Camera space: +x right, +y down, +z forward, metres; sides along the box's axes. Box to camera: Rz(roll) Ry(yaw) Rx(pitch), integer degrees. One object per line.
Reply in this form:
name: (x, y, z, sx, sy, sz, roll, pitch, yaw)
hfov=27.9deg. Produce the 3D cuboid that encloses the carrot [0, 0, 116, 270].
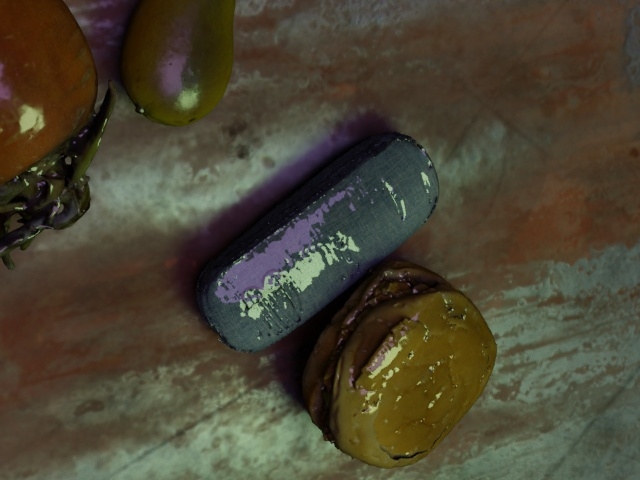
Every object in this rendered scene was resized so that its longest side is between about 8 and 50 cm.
carrot: (-0.285, -0.137, 1.034, 0.193, 0.214, 0.331, -40, 118, -12)

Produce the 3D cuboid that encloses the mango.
mango: (-0.124, -0.184, 1.174, 0.103, 0.076, 0.161, 18, 90, -23)

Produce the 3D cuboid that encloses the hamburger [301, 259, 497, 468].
hamburger: (0.079, 0.131, 1.307, 0.213, 0.108, 0.214, -22, 127, -33)

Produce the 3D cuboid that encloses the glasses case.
glasses case: (0.000, 0.000, 1.280, 0.282, 0.067, 0.109, -37, 119, -13)
